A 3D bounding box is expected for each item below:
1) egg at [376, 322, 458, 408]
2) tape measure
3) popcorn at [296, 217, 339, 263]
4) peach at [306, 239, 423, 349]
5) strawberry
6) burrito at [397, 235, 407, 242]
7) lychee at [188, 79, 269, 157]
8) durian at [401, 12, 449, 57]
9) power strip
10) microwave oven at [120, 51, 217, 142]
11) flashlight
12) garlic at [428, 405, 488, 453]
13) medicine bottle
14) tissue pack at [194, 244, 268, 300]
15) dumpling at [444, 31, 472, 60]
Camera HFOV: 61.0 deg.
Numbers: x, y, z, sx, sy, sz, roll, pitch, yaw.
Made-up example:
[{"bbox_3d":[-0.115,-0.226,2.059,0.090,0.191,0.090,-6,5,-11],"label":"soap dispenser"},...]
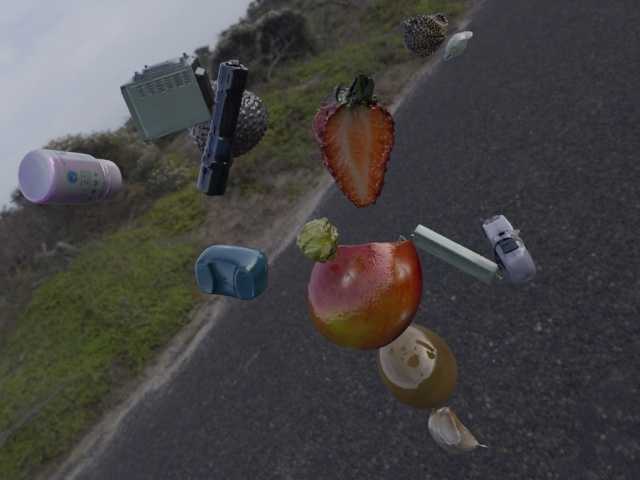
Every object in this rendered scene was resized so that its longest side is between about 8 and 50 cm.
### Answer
[{"bbox_3d":[0.383,0.500,2.200,0.301,0.301,0.374,-42,52,-2],"label":"egg"},{"bbox_3d":[0.644,0.047,1.825,0.120,0.236,0.197,-29,15,12],"label":"tape measure"},{"bbox_3d":[0.000,0.000,1.336,0.106,0.121,0.116,-52,33,-3],"label":"popcorn"},{"bbox_3d":[0.134,0.156,1.638,0.306,0.242,0.380,26,108,36],"label":"peach"},{"bbox_3d":[0.062,-0.214,1.158,0.188,0.286,0.106,-19,30,-24],"label":"strawberry"},{"bbox_3d":[0.302,0.042,1.949,0.044,0.118,0.074,-5,19,16],"label":"burrito"},{"bbox_3d":[-0.332,-0.424,1.917,0.300,0.300,0.300,-34,22,16],"label":"lychee"},{"bbox_3d":[0.241,-0.514,1.328,0.110,0.071,0.140,-60,39,11],"label":"durian"},{"bbox_3d":[0.511,0.056,2.049,0.043,0.367,0.106,-52,-21,-21],"label":"power strip"},{"bbox_3d":[-0.305,-0.301,1.110,0.163,0.129,0.205,-20,25,-2],"label":"microwave oven"},{"bbox_3d":[-0.306,-0.343,1.689,0.103,0.103,0.424,-95,19,-65],"label":"flashlight"},{"bbox_3d":[0.316,0.469,1.306,0.084,0.152,0.066,-45,-14,18],"label":"garlic"},{"bbox_3d":[-0.711,-0.178,1.561,0.152,0.152,0.254,-31,-10,24],"label":"medicine bottle"},{"bbox_3d":[-0.357,0.123,2.266,0.287,0.198,0.206,7,27,19],"label":"tissue pack"},{"bbox_3d":[0.305,-0.440,1.217,0.077,0.043,0.059,110,175,-53],"label":"dumpling"}]
